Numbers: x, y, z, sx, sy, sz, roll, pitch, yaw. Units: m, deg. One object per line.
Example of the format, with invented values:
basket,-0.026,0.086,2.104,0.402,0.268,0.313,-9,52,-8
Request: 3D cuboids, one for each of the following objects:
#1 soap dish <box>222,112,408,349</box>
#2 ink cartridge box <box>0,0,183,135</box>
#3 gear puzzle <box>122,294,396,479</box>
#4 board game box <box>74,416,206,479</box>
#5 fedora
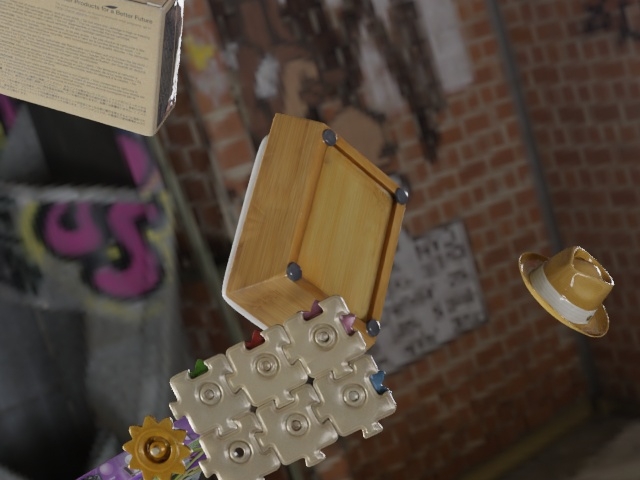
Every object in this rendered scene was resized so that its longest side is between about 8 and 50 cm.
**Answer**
soap dish,0.000,0.000,2.133,0.118,0.229,0.290,-15,-131,40
ink cartridge box,-0.295,-0.256,2.000,0.235,0.193,0.088,17,-143,9
gear puzzle,-0.083,0.208,1.941,0.339,0.175,0.044,-27,-179,11
board game box,-0.311,0.379,2.241,0.347,0.056,0.208,-28,160,-30
fedora,0.400,0.065,2.514,0.079,0.194,0.194,-50,179,24
